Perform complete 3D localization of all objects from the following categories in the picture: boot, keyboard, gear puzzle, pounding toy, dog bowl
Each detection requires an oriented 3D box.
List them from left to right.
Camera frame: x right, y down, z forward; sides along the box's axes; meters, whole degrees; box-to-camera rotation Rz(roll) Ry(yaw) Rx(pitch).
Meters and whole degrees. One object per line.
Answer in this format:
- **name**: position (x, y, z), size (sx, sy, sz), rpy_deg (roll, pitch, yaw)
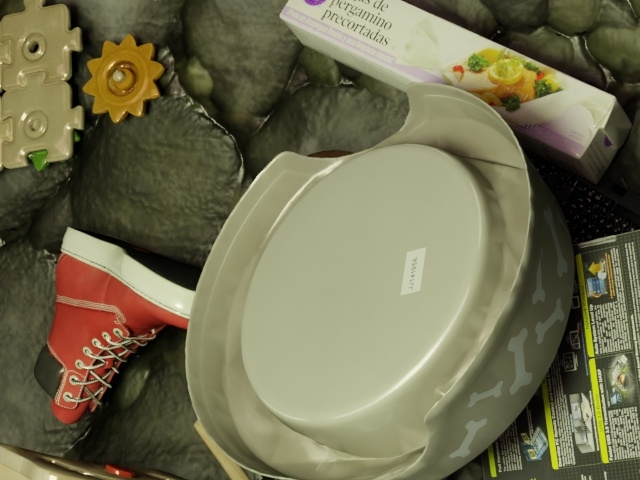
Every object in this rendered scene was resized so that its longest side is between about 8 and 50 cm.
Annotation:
- **gear puzzle**: position (-0.299, -0.148, 1.878), size (0.339, 0.044, 0.175), rpy_deg (-8, 77, 24)
- **boot**: position (-0.178, 0.095, 1.722), size (0.244, 0.088, 0.176), rpy_deg (17, 92, 55)
- **pounding toy**: position (-0.158, 0.213, 1.671), size (0.154, 0.269, 0.155), rpy_deg (17, 91, 69)
- **dog bowl**: position (0.052, 0.047, 1.526), size (0.348, 0.102, 0.349), rpy_deg (-25, 48, 32)
- **keyboard**: position (0.221, -0.004, 1.578), size (0.192, 0.038, 0.100), rpy_deg (33, 98, 29)

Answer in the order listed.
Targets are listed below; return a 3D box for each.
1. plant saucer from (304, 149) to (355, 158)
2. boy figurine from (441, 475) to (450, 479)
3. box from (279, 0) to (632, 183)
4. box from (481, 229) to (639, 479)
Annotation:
- **plant saucer**: position (0.000, 0.000, 1.700), size (0.168, 0.029, 0.168), rpy_deg (-4, 81, 27)
- **boy figurine**: position (0.023, 0.263, 1.602), size (0.177, 0.092, 0.285), rpy_deg (23, 90, 6)
- **box**: position (0.113, -0.147, 1.635), size (0.324, 0.067, 0.063), rpy_deg (28, 82, 29)
- **box**: position (0.222, 0.136, 1.502), size (0.216, 0.060, 0.270), rpy_deg (-15, 78, 44)
